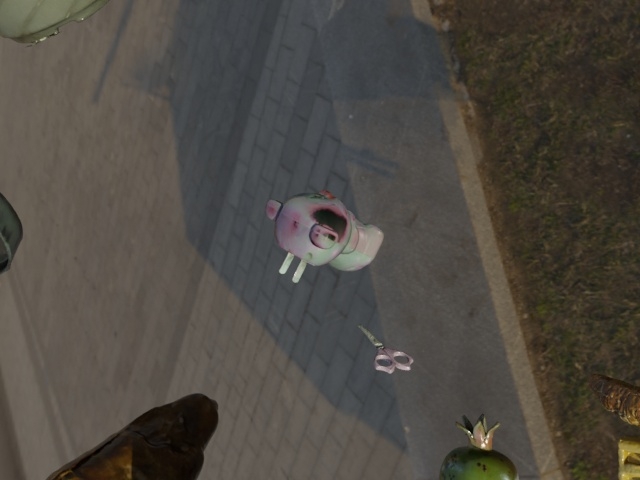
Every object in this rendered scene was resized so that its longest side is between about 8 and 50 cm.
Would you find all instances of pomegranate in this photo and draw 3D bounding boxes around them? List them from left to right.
[{"bbox_3d":[0.354,0.506,1.331,0.181,0.181,0.224,-2,82,52],"label":"pomegranate"}]

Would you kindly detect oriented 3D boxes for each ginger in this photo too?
[{"bbox_3d":[-0.316,0.416,0.955,0.176,0.418,0.254,33,106,8],"label":"ginger"}]

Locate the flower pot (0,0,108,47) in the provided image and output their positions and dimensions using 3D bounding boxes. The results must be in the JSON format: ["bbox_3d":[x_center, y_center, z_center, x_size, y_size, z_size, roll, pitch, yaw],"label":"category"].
[{"bbox_3d":[-0.310,-0.304,0.632,0.235,0.235,0.140,37,160,47],"label":"flower pot"}]

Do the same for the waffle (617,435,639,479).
[{"bbox_3d":[0.703,0.521,1.168,0.221,0.055,0.248,-7,65,44],"label":"waffle"}]

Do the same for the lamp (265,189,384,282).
[{"bbox_3d":[0.000,0.000,1.573,0.247,0.301,0.247,34,97,38],"label":"lamp"}]

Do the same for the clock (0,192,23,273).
[{"bbox_3d":[-0.683,-0.047,1.028,0.325,0.325,0.067,-38,30,45],"label":"clock"}]

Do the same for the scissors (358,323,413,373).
[{"bbox_3d":[0.155,0.282,1.576,0.212,0.110,0.021,42,132,54],"label":"scissors"}]

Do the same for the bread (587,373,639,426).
[{"bbox_3d":[0.630,0.328,1.171,0.233,0.105,0.076,15,76,53],"label":"bread"}]
